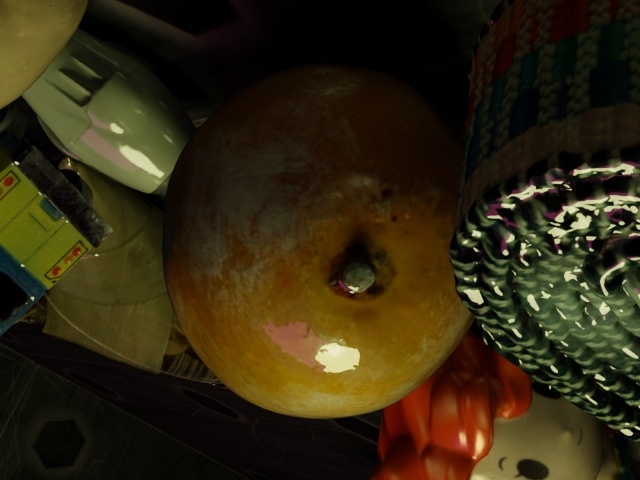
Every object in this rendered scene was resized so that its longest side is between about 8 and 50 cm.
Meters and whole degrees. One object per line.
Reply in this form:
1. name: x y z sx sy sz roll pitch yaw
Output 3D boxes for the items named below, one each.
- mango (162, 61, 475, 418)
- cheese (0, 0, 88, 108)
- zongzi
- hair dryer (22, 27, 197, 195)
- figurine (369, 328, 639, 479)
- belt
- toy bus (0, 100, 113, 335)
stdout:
1. mango: 0.000 0.000 0.802 0.199 0.221 0.384 -2 -177 -1
2. cheese: -0.212 -0.165 0.578 0.117 0.218 0.235 -8 104 59
3. zongzi: -0.152 0.035 1.232 0.289 0.154 0.317 21 158 -12
4. hair dryer: -0.225 -0.133 0.970 0.229 0.092 0.267 45 165 -30
5. figurine: 0.253 0.203 1.064 0.412 0.241 0.306 3 162 29
6. belt: 0.192 -0.014 0.582 0.207 0.160 0.295 -23 136 40
7. toy bus: -0.326 -0.057 1.028 0.288 0.175 0.138 38 169 37
